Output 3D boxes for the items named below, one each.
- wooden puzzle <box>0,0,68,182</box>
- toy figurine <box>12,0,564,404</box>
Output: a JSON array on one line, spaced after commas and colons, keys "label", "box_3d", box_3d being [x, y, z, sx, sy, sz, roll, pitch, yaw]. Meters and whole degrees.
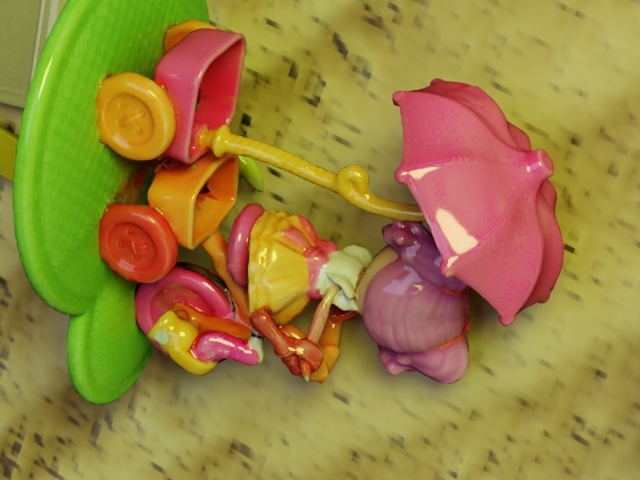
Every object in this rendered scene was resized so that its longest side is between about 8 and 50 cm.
[{"label": "wooden puzzle", "box_3d": [-0.126, -0.087, 0.765, 0.078, 0.014, 0.116, 21, 103, 23]}, {"label": "toy figurine", "box_3d": [0.000, 0.000, 0.653, 0.159, 0.130, 0.173, 15, 122, 19]}]
